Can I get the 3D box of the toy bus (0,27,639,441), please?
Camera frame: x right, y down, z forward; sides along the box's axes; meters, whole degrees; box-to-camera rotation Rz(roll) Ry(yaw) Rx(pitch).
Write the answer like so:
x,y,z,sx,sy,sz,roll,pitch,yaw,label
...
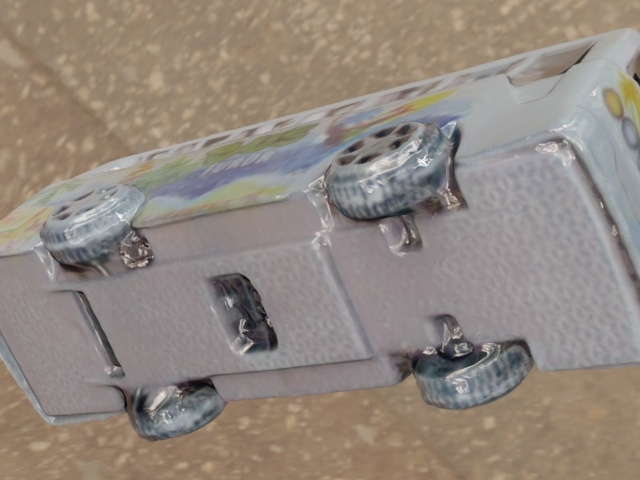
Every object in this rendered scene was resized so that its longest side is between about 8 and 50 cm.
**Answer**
x,y,z,sx,sy,sz,roll,pitch,yaw,label
0.000,0.000,0.629,0.136,0.329,0.109,-45,117,-46,toy bus
